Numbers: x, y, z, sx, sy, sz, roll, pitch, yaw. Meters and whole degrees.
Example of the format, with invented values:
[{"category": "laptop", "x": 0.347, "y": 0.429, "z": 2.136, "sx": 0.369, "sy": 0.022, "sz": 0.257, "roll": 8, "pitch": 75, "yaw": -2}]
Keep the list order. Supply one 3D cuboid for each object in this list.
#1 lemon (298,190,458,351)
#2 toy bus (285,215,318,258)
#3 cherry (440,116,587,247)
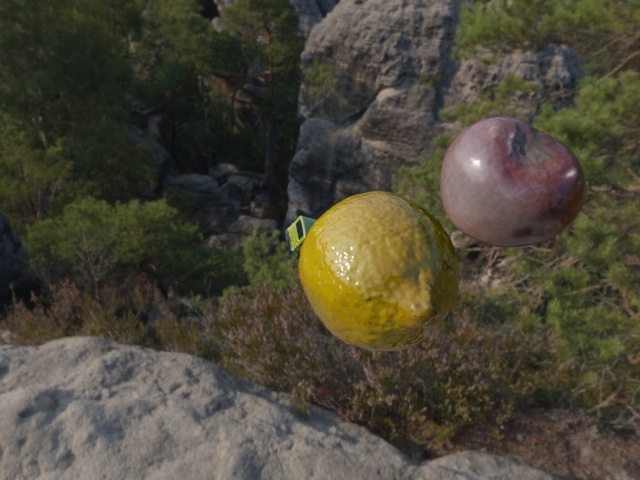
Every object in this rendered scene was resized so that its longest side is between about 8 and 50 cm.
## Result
[{"category": "lemon", "x": 0.069, "y": 0.035, "z": 0.567, "sx": 0.188, "sy": 0.189, "sz": 0.257, "roll": -2, "pitch": 19, "yaw": -12}, {"category": "toy bus", "x": 0.000, "y": 0.000, "z": 1.282, "sx": 0.174, "sy": 0.101, "sz": 0.088, "roll": 13, "pitch": 48, "yaw": -33}, {"category": "cherry", "x": 0.312, "y": -0.081, "z": 0.796, "sx": 0.239, "sy": 0.239, "sz": 0.206, "roll": 17, "pitch": 48, "yaw": 15}]
